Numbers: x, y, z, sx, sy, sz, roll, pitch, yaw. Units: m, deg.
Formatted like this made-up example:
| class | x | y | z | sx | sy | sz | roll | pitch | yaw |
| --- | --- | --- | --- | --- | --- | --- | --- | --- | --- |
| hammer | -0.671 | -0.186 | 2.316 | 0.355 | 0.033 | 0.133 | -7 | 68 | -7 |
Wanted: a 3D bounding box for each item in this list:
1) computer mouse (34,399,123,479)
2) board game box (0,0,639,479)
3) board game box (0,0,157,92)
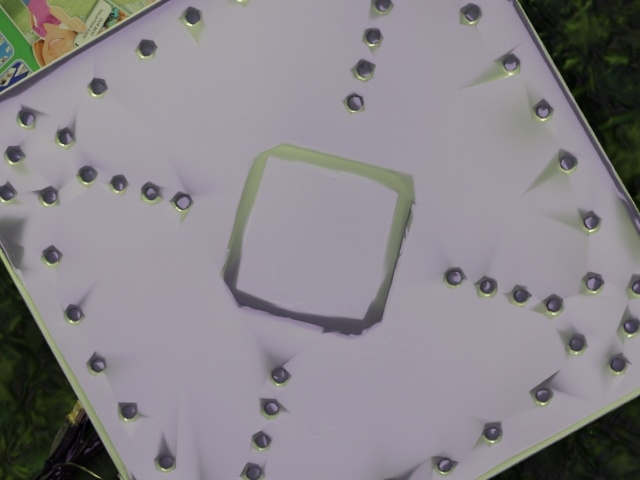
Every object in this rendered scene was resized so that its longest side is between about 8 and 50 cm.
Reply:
| class | x | y | z | sx | sy | sz | roll | pitch | yaw |
| --- | --- | --- | --- | --- | --- | --- | --- | --- | --- |
| computer mouse | -0.118 | 0.195 | 1.362 | 0.193 | 0.042 | 0.106 | 28 | 91 | 21 |
| board game box | 0.000 | 0.000 | 1.283 | 0.390 | 0.050 | 0.390 | -30 | 86 | 4 |
| board game box | -0.133 | -0.172 | 1.377 | 0.317 | 0.046 | 0.213 | -42 | 77 | 11 |
